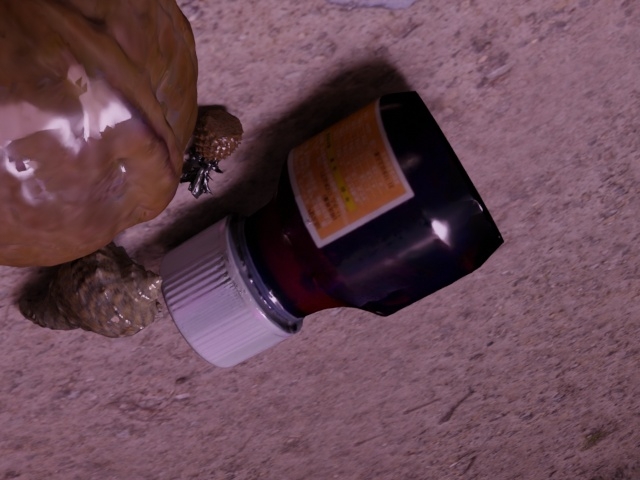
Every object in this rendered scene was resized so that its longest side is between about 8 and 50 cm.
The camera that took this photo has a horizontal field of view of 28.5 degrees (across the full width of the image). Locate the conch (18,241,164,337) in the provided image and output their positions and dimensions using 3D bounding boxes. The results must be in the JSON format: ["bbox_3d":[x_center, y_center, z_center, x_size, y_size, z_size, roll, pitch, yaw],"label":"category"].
[{"bbox_3d":[-0.265,0.076,1.508,0.207,0.130,0.155,-21,138,26],"label":"conch"}]

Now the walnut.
[{"bbox_3d":[-0.253,-0.127,1.084,0.306,0.306,0.344,-25,144,-6],"label":"walnut"}]

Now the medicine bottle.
[{"bbox_3d":[0.000,0.000,1.517,0.395,0.242,0.242,-27,149,12],"label":"medicine bottle"}]

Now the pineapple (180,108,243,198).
[{"bbox_3d":[-0.133,-0.095,1.444,0.058,0.058,0.124,-3,145,-35],"label":"pineapple"}]
